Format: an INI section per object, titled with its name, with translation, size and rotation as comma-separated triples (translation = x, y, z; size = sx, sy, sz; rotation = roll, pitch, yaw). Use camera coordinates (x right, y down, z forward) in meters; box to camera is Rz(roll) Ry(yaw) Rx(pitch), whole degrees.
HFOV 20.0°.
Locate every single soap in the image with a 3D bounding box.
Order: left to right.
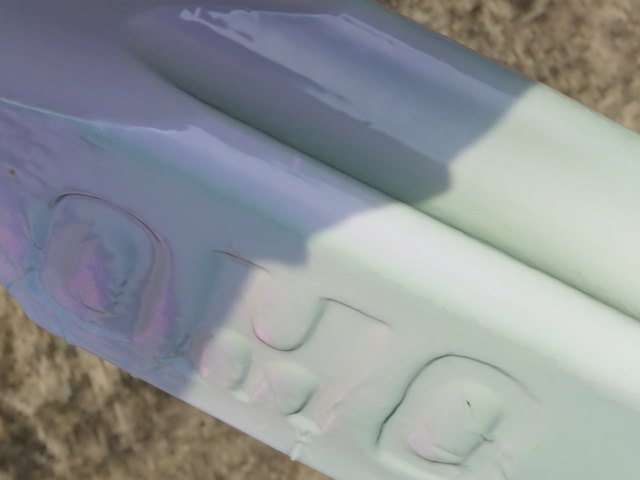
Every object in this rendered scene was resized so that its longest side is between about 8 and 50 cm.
[soap]
translation = 0.000, 0.000, 0.751
size = 0.347, 0.115, 0.208
rotation = 27, 149, 0
